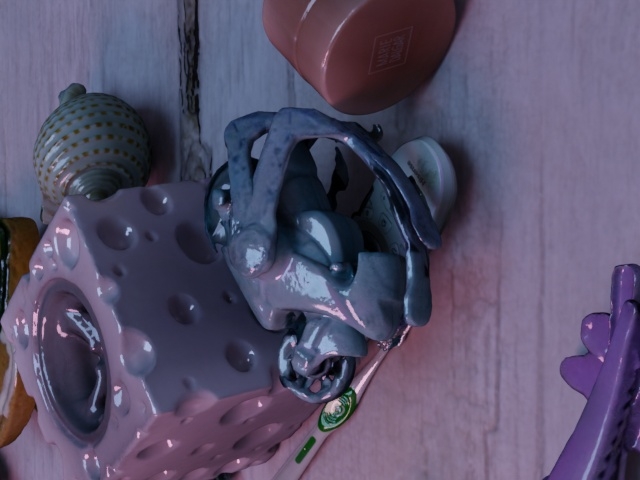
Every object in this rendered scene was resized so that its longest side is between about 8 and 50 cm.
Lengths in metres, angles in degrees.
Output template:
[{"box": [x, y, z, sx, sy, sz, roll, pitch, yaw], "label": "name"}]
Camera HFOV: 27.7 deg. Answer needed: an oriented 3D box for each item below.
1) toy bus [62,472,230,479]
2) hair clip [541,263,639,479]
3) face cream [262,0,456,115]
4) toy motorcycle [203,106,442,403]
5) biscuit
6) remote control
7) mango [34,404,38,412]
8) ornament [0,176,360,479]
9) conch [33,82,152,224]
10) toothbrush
[{"box": [-0.235, 0.329, 1.502, 0.133, 0.165, 0.276, 51, 128, 29], "label": "toy bus"}, {"box": [0.230, 0.154, 1.062, 0.137, 0.090, 0.278, 41, 114, 52], "label": "hair clip"}, {"box": [0.035, -0.202, 1.182, 0.104, 0.149, 0.149, 50, 126, 33], "label": "face cream"}, {"box": [0.000, 0.000, 1.187, 0.206, 0.154, 0.260, -38, 66, 24], "label": "toy motorcycle"}, {"box": [-0.441, 0.093, 1.729, 0.287, 0.057, 0.343, -59, 43, 35], "label": "biscuit"}, {"box": [0.064, 0.007, 1.247, 0.097, 0.045, 0.256, 59, 134, 34], "label": "remote control"}, {"box": [-0.339, 0.204, 1.678, 0.108, 0.056, 0.073, 41, 124, 37], "label": "mango"}, {"box": [-0.150, 0.101, 1.317, 0.239, 0.240, 0.240, -52, 57, 47], "label": "ornament"}, {"box": [-0.260, -0.100, 1.519, 0.200, 0.131, 0.172, -80, -1, -46], "label": "conch"}, {"box": [0.017, 0.175, 1.326, 0.030, 0.030, 0.304, 55, 132, 28], "label": "toothbrush"}]
